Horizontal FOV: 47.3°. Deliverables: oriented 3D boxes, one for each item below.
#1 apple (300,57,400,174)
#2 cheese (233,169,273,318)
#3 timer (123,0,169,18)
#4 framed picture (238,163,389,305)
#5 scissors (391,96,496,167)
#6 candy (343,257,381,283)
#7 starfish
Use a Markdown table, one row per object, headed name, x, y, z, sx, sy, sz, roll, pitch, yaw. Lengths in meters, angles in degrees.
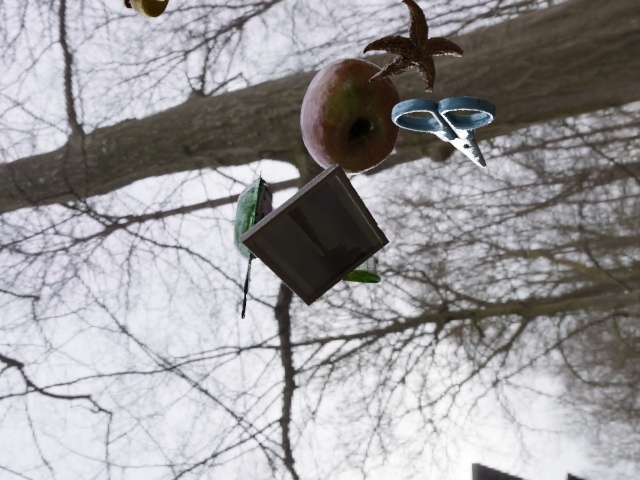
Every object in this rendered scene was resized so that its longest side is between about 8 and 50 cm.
| name | x | y | z | sx | sy | sz | roll | pitch | yaw |
| --- | --- | --- | --- | --- | --- | --- | --- | --- | --- |
| apple | 0.076 | -0.342 | 2.008 | 0.277 | 0.250 | 0.309 | 23 | -78 | -28 |
| cheese | -0.145 | 0.009 | 1.560 | 0.204 | 0.083 | 0.320 | 126 | 149 | -82 |
| timer | -0.372 | -0.549 | 1.630 | 0.107 | 0.109 | 0.107 | -56 | -22 | -35 |
| framed picture | 0.000 | 0.000 | 1.346 | 0.016 | 0.213 | 0.289 | 53 | -179 | 36 |
| scissors | 0.289 | -0.208 | 1.491 | 0.447 | 0.192 | 0.029 | 21 | -110 | -65 |
| candy | 0.089 | 0.064 | 1.696 | 0.178 | 0.102 | 0.032 | -83 | 1 | -77 |
| starfish | 0.210 | -0.434 | 1.660 | 0.043 | 0.227 | 0.240 | -110 | 3 | -54 |
